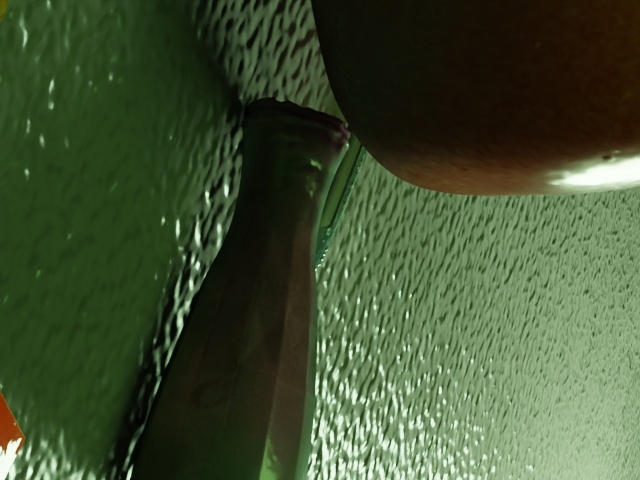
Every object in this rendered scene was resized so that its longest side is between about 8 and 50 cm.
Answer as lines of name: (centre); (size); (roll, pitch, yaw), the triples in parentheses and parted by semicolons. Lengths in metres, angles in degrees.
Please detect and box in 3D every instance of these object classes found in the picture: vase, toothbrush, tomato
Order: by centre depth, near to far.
tomato: (0.114, -0.178, 0.958); (0.273, 0.341, 0.341); (-28, 133, -24)
vase: (-0.032, 0.037, 0.991); (0.086, 0.086, 0.214); (46, 53, -64)
toothbrush: (0.000, 0.000, 1.132); (0.019, 0.016, 0.219); (66, 40, -58)

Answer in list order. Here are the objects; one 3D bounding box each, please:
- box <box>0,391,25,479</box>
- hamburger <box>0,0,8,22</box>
box: (-0.181, 0.060, 0.686); (0.245, 0.035, 0.139); (72, 36, -50)
hamburger: (-0.142, -0.095, 0.696); (0.083, 0.044, 0.076); (-36, 133, -56)
